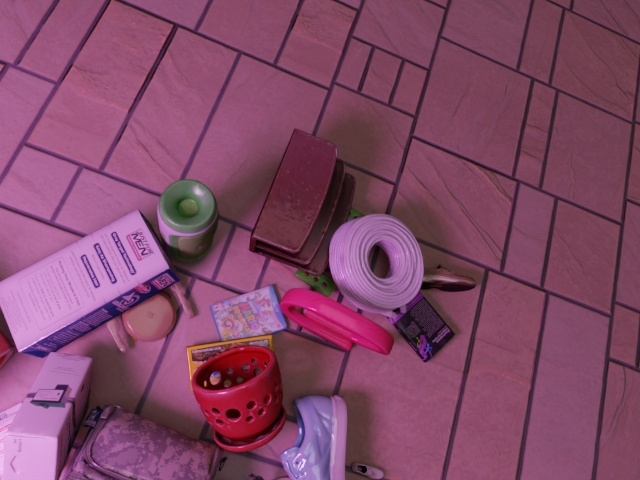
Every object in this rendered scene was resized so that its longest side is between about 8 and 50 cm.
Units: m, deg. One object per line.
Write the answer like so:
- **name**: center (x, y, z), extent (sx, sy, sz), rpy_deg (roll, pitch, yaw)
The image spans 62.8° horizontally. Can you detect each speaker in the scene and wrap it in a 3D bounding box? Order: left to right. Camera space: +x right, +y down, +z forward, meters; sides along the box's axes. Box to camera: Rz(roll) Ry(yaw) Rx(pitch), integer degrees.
- **speaker**: center (-0.305, -0.035, 1.208), extent (0.131, 0.296, 0.131), rpy_deg (4, 73, -13)

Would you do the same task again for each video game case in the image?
- **video game case**: center (-0.181, 0.193, 1.321), extent (0.166, 0.015, 0.119), rpy_deg (-17, 78, -19)

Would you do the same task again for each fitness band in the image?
- **fitness band**: center (0.040, 0.200, 1.270), extent (0.291, 0.209, 0.054), rpy_deg (28, 68, -5)

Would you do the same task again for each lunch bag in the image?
- **lunch bag**: center (-0.375, 0.505, 1.084), extent (0.305, 0.212, 0.255), rpy_deg (24, 53, -7)

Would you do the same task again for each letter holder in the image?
- **letter holder**: center (-0.026, -0.088, 1.326), extent (0.215, 0.152, 0.301), rpy_deg (21, 73, -3)

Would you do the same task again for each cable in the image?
- **cable**: center (0.146, 0.057, 1.343), extent (0.257, 0.089, 0.256), rpy_deg (15, 72, -26)

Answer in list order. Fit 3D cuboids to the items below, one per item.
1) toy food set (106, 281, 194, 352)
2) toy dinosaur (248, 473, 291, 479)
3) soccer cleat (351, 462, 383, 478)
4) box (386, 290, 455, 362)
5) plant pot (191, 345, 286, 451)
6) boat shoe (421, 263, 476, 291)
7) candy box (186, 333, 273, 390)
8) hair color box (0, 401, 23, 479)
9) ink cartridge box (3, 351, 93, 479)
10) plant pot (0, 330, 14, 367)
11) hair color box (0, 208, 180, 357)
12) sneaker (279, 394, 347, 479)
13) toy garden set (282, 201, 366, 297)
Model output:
- **toy food set**: center (-0.412, 0.177, 1.261), extent (0.192, 0.038, 0.132), rpy_deg (-25, 88, -25)
- **toy dinosaur**: center (-0.165, 0.579, 1.172), extent (0.268, 0.064, 0.118), rpy_deg (-27, 122, -24)
- **soccer cleat**: center (0.116, 0.560, 1.273), extent (0.083, 0.035, 0.029), rpy_deg (22, 69, -7)
- **box**: center (0.271, 0.230, 1.417), extent (0.116, 0.029, 0.162), rpy_deg (-37, 84, -20)
- **plant pot**: center (-0.170, 0.353, 1.170), extent (0.191, 0.191, 0.174), rpy_deg (-22, 109, -19)
- **boat shoe**: center (0.340, 0.097, 1.458), extent (0.190, 0.068, 0.072), rpy_deg (7, 60, -12)
- **candy box**: center (-0.213, 0.293, 1.267), extent (0.206, 0.027, 0.105), rpy_deg (-6, 89, -16)
- **hair color box**: center (-0.638, 0.439, 1.111), extent (0.093, 0.053, 0.167), rpy_deg (-26, 83, -19)
- **ink cartridge box**: center (-0.537, 0.359, 1.047), extent (0.093, 0.160, 0.219), rpy_deg (11, 28, -12)
- **plant pot**: center (-0.786, 0.217, 1.045), extent (0.243, 0.275, 0.275), rpy_deg (42, 68, -10)
- **hair color box**: center (-0.514, 0.095, 1.174), extent (0.347, 0.105, 0.173), rpy_deg (-30, 72, -9)
- **sneaker**: center (-0.026, 0.538, 1.201), extent (0.150, 0.135, 0.365), rpy_deg (8, 60, -11)
- **toy garden set**: center (0.000, 0.000, 1.409), extent (0.204, 0.049, 0.244), rpy_deg (34, 73, 2)
